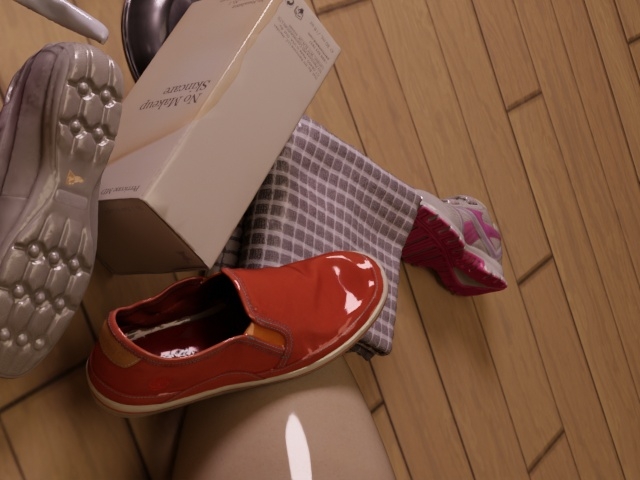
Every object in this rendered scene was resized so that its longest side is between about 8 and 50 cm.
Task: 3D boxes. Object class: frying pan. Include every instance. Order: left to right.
[{"bbox_3d":[-0.111,-0.253,1.526,0.326,0.053,0.197,-39,112,-47],"label":"frying pan"}]

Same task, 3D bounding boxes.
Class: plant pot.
[{"bbox_3d":[-0.043,0.212,1.343,0.256,0.256,0.274,33,41,-44],"label":"plant pot"}]

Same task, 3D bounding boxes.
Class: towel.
[{"bbox_3d":[0.000,0.000,1.534,0.284,0.121,0.235,29,59,-45],"label":"towel"}]

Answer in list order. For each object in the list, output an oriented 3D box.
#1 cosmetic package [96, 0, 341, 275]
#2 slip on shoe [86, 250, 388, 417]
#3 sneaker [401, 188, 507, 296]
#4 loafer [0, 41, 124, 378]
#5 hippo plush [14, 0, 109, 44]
[{"bbox_3d":[-0.124,-0.118,1.333,0.113,0.160,0.309,50,54,-31],"label":"cosmetic package"},{"bbox_3d":[-0.070,0.075,1.257,0.331,0.101,0.123,-17,52,-28],"label":"slip on shoe"},{"bbox_3d":[0.176,-0.016,1.798,0.252,0.103,0.111,39,47,-48],"label":"sneaker"},{"bbox_3d":[-0.269,-0.031,1.202,0.112,0.111,0.319,27,73,-46],"label":"loafer"},{"bbox_3d":[-0.376,-0.257,1.069,0.236,0.234,0.294,-39,135,-21],"label":"hippo plush"}]
